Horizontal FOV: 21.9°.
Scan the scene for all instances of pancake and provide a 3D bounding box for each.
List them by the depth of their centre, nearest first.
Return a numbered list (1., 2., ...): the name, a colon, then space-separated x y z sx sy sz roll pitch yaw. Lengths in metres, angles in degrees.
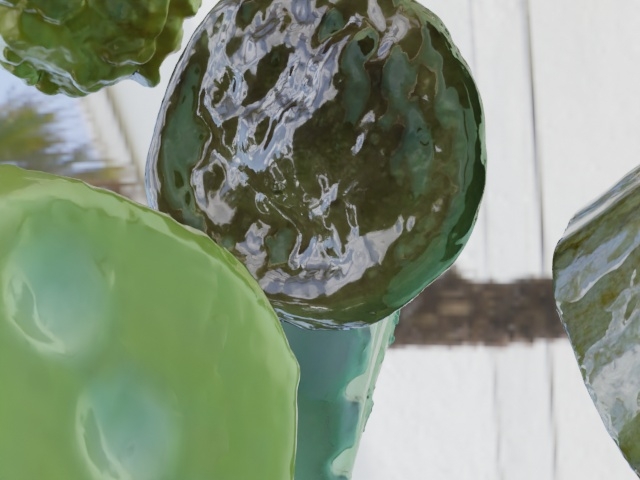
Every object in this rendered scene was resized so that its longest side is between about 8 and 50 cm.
1. pancake: -0.013 -0.058 1.020 0.050 0.242 0.242 21 -109 -62

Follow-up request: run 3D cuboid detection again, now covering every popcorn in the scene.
1. popcorn: -0.208 -0.256 1.449 0.192 0.233 0.266 -132 49 -76

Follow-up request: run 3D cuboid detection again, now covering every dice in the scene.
1. dice: -0.121 0.078 0.596 0.166 0.169 0.169 22 -113 -35

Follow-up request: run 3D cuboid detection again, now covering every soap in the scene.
1. soap: 0.000 0.000 1.411 0.446 0.156 0.261 -66 -15 -59

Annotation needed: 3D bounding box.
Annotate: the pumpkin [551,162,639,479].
1. pumpkin: 0.323 0.053 0.992 0.332 0.199 0.332 26 -138 -26
